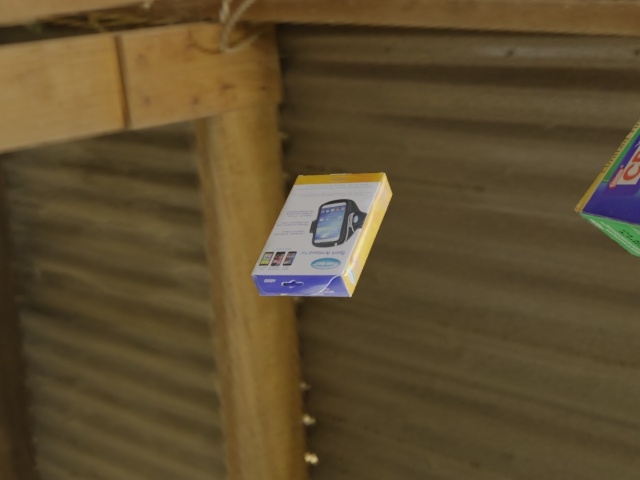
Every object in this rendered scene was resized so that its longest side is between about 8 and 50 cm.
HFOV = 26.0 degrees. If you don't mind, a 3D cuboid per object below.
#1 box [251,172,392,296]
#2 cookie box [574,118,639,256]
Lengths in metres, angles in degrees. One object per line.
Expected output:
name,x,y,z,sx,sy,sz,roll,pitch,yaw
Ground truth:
box,0.000,0.000,1.111,0.081,0.136,0.028,0,-44,26
cookie box,0.166,-0.033,0.569,0.040,0.092,0.107,37,-5,-16
